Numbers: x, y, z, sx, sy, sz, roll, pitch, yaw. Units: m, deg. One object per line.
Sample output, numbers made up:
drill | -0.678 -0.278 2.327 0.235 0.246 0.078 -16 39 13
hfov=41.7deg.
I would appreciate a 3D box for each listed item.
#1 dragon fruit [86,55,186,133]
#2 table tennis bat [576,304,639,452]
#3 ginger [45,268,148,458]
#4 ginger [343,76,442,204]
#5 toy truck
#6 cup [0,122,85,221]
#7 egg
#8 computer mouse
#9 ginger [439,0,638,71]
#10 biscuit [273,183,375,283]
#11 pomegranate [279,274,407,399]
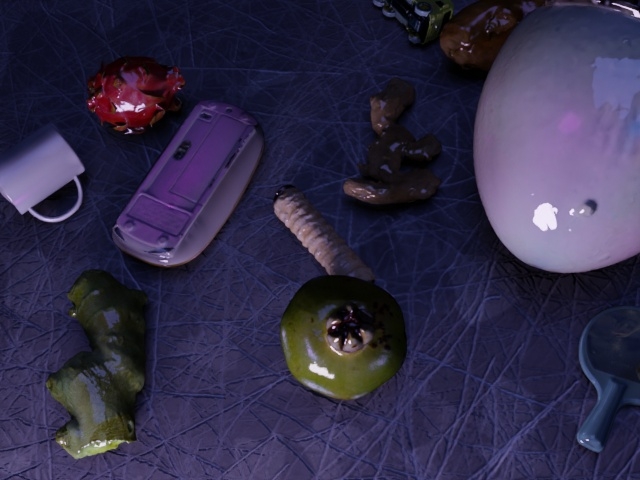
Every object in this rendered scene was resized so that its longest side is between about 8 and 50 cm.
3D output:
dragon fruit | -0.311 -0.252 1.427 0.166 0.133 0.136 -22 106 -6
table tennis bat | 0.426 0.194 1.194 0.149 0.038 0.237 29 66 17
ginger | -0.324 0.175 1.228 0.137 0.089 0.289 -2 64 12
ginger | 0.135 -0.157 1.382 0.149 0.065 0.258 17 59 -1
toy truck | 0.173 -0.436 1.512 0.100 0.077 0.169 -25 60 -24
cup | -0.460 -0.104 1.387 0.133 0.136 0.099 -39 33 -15
egg | 0.380 -0.114 1.196 0.355 0.354 0.339 23 86 15
computer mouse | -0.211 -0.092 1.362 0.158 0.072 0.310 22 66 16
ginger | 0.368 -0.358 1.413 0.321 0.172 0.165 -14 82 18
biscuit | 0.000 0.000 1.309 0.061 0.055 0.219 -30 63 -28
pomegranate | 0.021 0.129 1.161 0.179 0.210 0.179 -8 72 25
